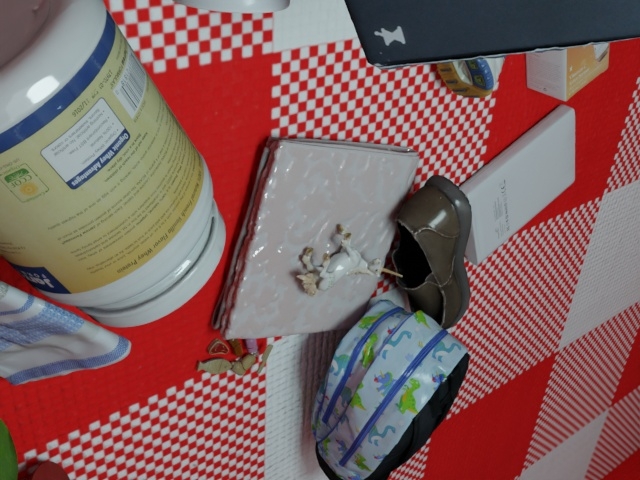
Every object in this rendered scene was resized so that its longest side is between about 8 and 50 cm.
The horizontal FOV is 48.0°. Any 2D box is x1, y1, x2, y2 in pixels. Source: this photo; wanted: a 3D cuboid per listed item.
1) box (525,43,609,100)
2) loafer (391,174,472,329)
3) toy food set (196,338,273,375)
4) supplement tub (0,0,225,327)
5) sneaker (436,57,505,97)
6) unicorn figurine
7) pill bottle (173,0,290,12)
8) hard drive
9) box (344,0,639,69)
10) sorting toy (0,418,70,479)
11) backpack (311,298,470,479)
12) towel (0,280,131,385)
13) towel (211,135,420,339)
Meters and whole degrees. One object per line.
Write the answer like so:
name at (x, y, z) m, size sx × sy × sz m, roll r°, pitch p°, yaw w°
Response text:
box at (0.442, -0.362, 1.286) m, size 0.130 × 0.091 × 0.171 m, roll -38°, pitch 137°, yaw -18°
loafer at (0.177, 0.044, 1.276) m, size 0.130 × 0.134 × 0.366 m, roll -30°, pitch 138°, yaw -19°
toy food set at (-0.139, 0.181, 1.161) m, size 0.122 × 0.019 × 0.078 m, roll 17°, pitch 104°, yaw -40°
supplement tub at (-0.247, -0.076, 0.722) m, size 0.228 × 0.228 × 0.316 m, roll -42°, pitch 137°, yaw -14°
sneaker at (0.213, -0.359, 1.083) m, size 0.131 × 0.111 × 0.296 m, roll -58°, pitch 144°, yaw -23°
unicorn figurine at (0.037, 0.035, 1.126) m, size 0.161 × 0.060 × 0.111 m, roll -25°, pitch 133°, yaw -8°
pill bottle at (-0.086, -0.384, 0.717) m, size 0.161 × 0.161 × 0.283 m, roll -16°, pitch 126°, yaw -36°
hard drive at (0.402, -0.111, 1.457) m, size 0.307 × 0.040 × 0.203 m, roll -38°, pitch 137°, yaw -18°
box at (0.149, -0.494, 0.612) m, size 0.480 × 0.297 × 0.472 m, roll 60°, pitch 39°, yaw -47°
sorting toy at (-0.455, 0.300, 0.904) m, size 0.126 × 0.127 × 0.366 m, roll -20°, pitch 133°, yaw 6°
backpack at (0.123, 0.269, 1.282) m, size 0.290 × 0.273 × 0.355 m, roll -37°, pitch 174°, yaw -26°
towel at (-0.371, 0.092, 0.768) m, size 0.285 × 0.209 × 0.034 m, roll 39°, pitch 44°, yaw -47°
towel at (0.000, 0.000, 1.143) m, size 0.316 × 0.053 × 0.332 m, roll 0°, pitch 116°, yaw -43°
